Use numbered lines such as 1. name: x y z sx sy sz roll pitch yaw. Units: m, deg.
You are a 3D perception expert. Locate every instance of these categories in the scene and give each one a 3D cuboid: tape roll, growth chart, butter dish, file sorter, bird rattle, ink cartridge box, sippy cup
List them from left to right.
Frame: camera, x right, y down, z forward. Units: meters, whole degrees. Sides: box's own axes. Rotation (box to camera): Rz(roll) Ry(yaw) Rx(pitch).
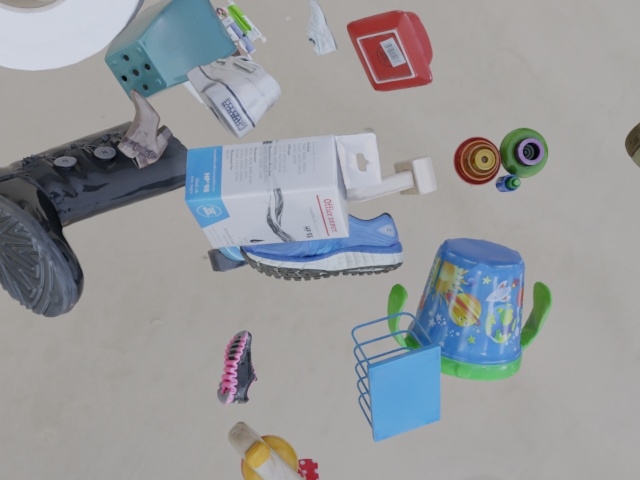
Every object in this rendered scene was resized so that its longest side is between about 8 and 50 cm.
1. tape roll: -0.341 -0.349 0.884 0.286 0.100 0.286 -2 113 -5
2. growth chart: -0.241 -0.439 1.794 0.237 0.021 0.172 -46 123 10
3. bird rattle: -0.046 0.327 1.064 0.143 0.253 0.207 -41 105 -4
4. ink cartridge box: -0.031 -0.047 0.738 0.104 0.180 0.060 72 15 -62
5. file sorter: 0.120 0.218 1.227 0.118 0.104 0.170 -15 127 -12
6. butter dish: 0.159 -0.391 1.499 0.118 0.160 0.160 -46 121 -32
7. sippy cup: 0.295 0.121 1.476 0.305 0.240 0.224 -18 121 -53

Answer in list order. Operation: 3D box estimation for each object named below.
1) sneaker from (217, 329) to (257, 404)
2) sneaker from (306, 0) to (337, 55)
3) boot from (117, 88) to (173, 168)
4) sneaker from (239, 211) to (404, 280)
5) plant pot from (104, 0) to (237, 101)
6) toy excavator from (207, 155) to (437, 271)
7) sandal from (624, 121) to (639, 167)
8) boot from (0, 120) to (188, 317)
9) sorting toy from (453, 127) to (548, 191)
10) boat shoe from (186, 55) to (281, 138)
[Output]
1. sneaker: -0.123 0.203 1.198 0.057 0.047 0.119 20 78 -34
2. sneaker: -0.011 -0.512 1.814 0.053 0.061 0.152 42 28 -68
3. boot: -0.308 -0.183 1.277 0.087 0.042 0.118 -44 119 -13
4. sneaker: 0.000 0.000 1.545 0.330 0.130 0.147 -4 76 -3
5. plant pot: -0.321 -0.390 1.556 0.166 0.165 0.234 59 36 -24
6. toy excavator: -0.017 -0.082 1.730 0.433 0.445 0.222 -18 99 -35
7. sandal: 0.394 -0.130 0.790 0.049 0.180 0.072 -25 80 -24
8. boot: -0.397 -0.066 1.370 0.445 0.367 0.146 -24 145 -50
9. sorting toy: 0.184 -0.078 0.749 0.102 0.042 0.061 -12 94 -5
10. boat shoe: -0.113 -0.204 1.005 0.088 0.267 0.096 -37 109 -3
